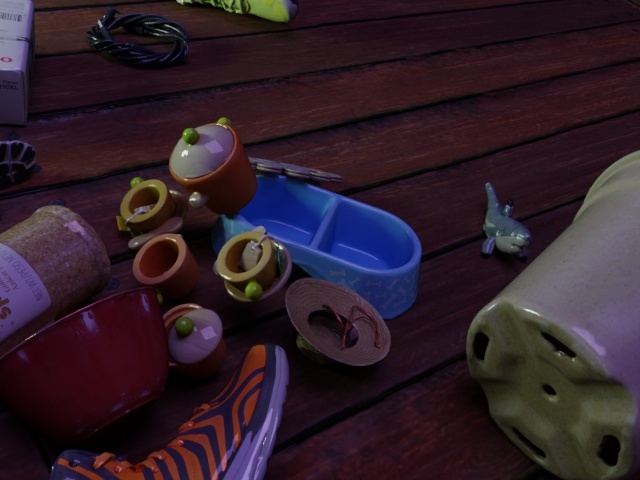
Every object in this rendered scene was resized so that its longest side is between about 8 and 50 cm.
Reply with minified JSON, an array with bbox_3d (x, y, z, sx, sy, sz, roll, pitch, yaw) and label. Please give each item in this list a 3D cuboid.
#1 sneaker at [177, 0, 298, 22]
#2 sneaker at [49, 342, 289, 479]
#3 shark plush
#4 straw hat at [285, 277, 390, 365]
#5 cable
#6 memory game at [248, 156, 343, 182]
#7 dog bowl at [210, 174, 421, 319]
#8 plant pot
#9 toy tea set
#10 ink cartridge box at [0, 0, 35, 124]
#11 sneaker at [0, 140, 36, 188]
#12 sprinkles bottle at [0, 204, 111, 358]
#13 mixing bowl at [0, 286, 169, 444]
[{"bbox_3d":[-0.224,-0.533,1.536,0.384,0.145,0.147,28,72,11],"label":"sneaker"},{"bbox_3d":[-0.140,0.201,0.679,0.180,0.125,0.321,18,39,1],"label":"sneaker"},{"bbox_3d":[0.289,-0.033,1.142,0.073,0.067,0.161,13,39,-3],"label":"shark plush"},{"bbox_3d":[0.008,0.114,0.880,0.144,0.061,0.144,24,33,-17],"label":"straw hat"},{"bbox_3d":[-0.328,-0.368,1.345,0.184,0.047,0.150,23,40,7],"label":"cable"},{"bbox_3d":[-0.057,-0.106,1.087,0.186,0.012,0.186,11,8,-2],"label":"memory game"},{"bbox_3d":[0.000,0.000,1.002,0.297,0.074,0.166,20,39,5],"label":"dog bowl"},{"bbox_3d":[0.348,0.101,0.842,0.305,0.334,0.334,-28,56,-28],"label":"plant pot"},{"bbox_3d":[-0.151,-0.007,0.866,0.200,0.124,0.336,-28,49,3],"label":"toy tea set"},{"bbox_3d":[-0.533,-0.282,1.133,0.172,0.100,0.237,1,41,-18],"label":"ink cartridge box"},{"bbox_3d":[-0.466,-0.108,0.980,0.170,0.068,0.071,-13,42,-30],"label":"sneaker"},{"bbox_3d":[-0.372,0.092,0.732,0.121,0.121,0.355,29,41,15],"label":"sprinkles bottle"},{"bbox_3d":[-0.216,0.132,0.720,0.181,0.181,0.098,-26,79,-39],"label":"mixing bowl"}]
